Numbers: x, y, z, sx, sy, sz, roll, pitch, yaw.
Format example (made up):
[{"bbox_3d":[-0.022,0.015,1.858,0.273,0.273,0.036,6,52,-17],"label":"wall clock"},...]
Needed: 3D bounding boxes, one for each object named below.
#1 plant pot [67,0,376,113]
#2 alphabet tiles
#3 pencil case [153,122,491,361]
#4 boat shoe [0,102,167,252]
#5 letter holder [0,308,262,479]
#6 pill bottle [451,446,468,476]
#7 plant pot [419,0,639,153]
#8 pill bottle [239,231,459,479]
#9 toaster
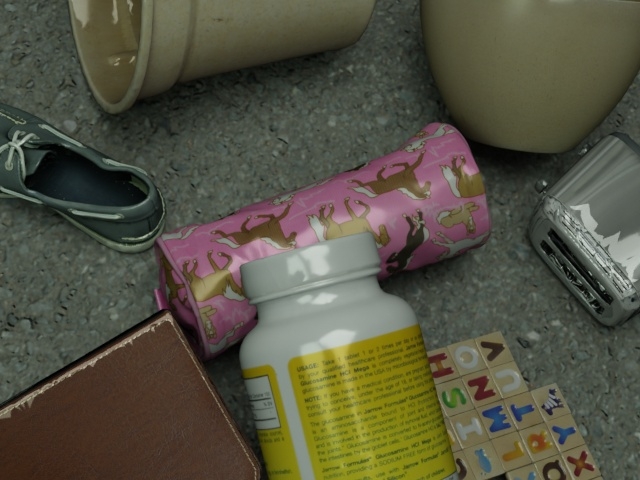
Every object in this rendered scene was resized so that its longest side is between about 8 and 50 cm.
[{"bbox_3d":[-0.110,-0.323,1.804,0.305,0.334,0.334,-6,68,-23],"label":"plant pot"},{"bbox_3d":[0.205,0.219,1.733,0.198,0.009,0.237,-14,69,-30],"label":"alphabet tiles"},{"bbox_3d":[0.000,0.000,1.740,0.386,0.167,0.160,-23,56,-15],"label":"pencil case"},{"bbox_3d":[-0.321,-0.094,1.774,0.319,0.099,0.116,27,67,4],"label":"boat shoe"},{"bbox_3d":[-0.235,0.236,1.601,0.302,0.152,0.214,-31,92,-8],"label":"letter holder"},{"bbox_3d":[0.137,0.272,1.712,0.043,0.043,0.083,16,67,-1],"label":"pill bottle"},{"bbox_3d":[0.245,-0.208,1.830,0.284,0.284,0.191,7,103,-4],"label":"plant pot"},{"bbox_3d":[0.026,0.169,1.563,0.188,0.188,0.334,-14,88,-13],"label":"pill bottle"},{"bbox_3d":[0.351,-0.003,1.811,0.146,0.129,0.227,-36,79,-15],"label":"toaster"}]
